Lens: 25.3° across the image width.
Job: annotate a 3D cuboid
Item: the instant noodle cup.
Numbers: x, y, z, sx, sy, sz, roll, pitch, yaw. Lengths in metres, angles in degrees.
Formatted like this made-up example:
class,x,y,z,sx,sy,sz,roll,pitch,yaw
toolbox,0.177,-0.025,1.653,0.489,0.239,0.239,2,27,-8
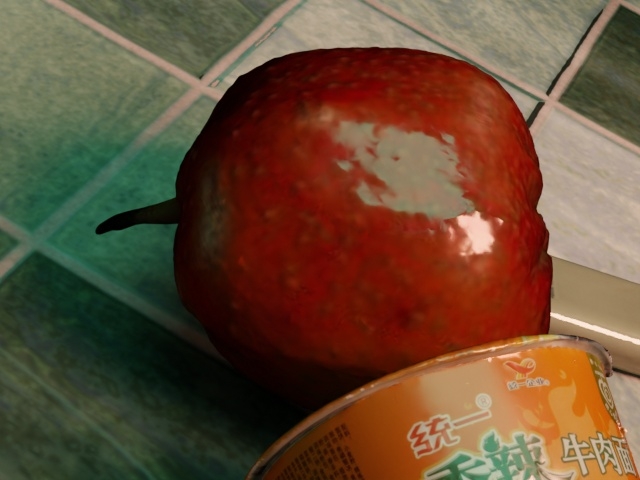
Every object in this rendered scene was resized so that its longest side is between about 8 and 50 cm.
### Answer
class,x,y,z,sx,sy,sz,roll,pitch,yaw
instant noodle cup,0.091,0.184,0.782,0.230,0.230,0.182,-4,56,-30

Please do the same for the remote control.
class,x,y,z,sx,sy,sz,roll,pitch,yaw
remote control,0.212,0.055,1.109,0.310,0.038,0.090,17,39,-10

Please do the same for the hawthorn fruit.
class,x,y,z,sx,sy,sz,roll,pitch,yaw
hawthorn fruit,0.000,0.000,0.940,0.300,0.254,0.254,-3,41,9
